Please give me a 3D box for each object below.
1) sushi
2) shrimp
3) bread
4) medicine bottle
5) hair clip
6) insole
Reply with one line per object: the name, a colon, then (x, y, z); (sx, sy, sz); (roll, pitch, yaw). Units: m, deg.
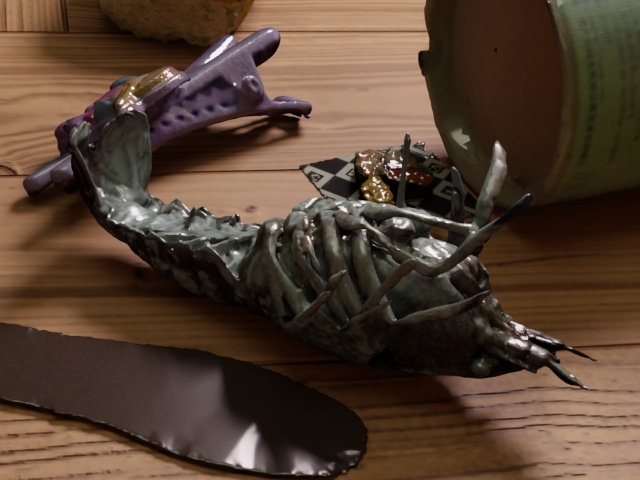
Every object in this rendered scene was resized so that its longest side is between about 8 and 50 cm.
sushi: (0.063, -0.055, 1.299); (0.126, 0.026, 0.120); (-11, 38, -25)
shrimp: (0.002, 0.005, 1.108); (0.410, 0.166, 0.221); (8, 19, 24)
bread: (-0.128, -0.286, 1.515); (0.174, 0.121, 0.245); (11, 33, 8)
medicine bottle: (0.317, -0.172, 1.326); (0.406, 0.236, 0.236); (-12, 39, -22)
hair clip: (-0.133, -0.112, 1.299); (0.278, 0.090, 0.137); (-22, 10, -38)
insole: (-0.126, 0.104, 1.061); (0.327, 0.007, 0.111); (12, 34, 7)
